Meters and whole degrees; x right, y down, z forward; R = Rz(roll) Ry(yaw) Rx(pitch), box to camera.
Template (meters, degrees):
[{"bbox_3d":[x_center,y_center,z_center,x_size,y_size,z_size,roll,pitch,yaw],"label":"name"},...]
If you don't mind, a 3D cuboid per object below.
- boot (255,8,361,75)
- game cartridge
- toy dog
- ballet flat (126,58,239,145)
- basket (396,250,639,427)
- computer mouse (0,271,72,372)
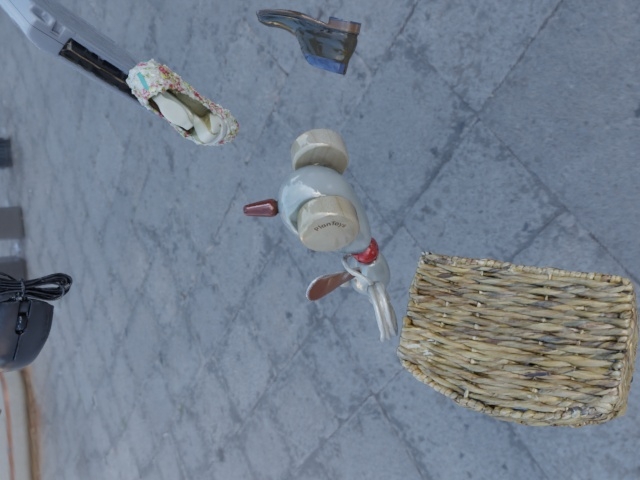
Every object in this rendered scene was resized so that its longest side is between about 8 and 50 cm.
[{"bbox_3d":[-0.033,-0.405,1.144,0.219,0.082,0.106,14,111,13],"label":"boot"},{"bbox_3d":[-0.394,-0.326,0.948,0.198,0.297,0.062,41,97,29],"label":"game cartridge"},{"bbox_3d":[0.000,0.000,0.862,0.220,0.161,0.333,-85,-22,-55],"label":"toy dog"},{"bbox_3d":[-0.213,-0.200,0.919,0.091,0.241,0.077,-38,58,17],"label":"ballet flat"},{"bbox_3d":[0.290,0.155,0.826,0.299,0.223,0.213,7,77,31],"label":"basket"},{"bbox_3d":[-0.584,0.173,1.064,0.272,0.188,0.072,-58,48,34],"label":"computer mouse"}]
